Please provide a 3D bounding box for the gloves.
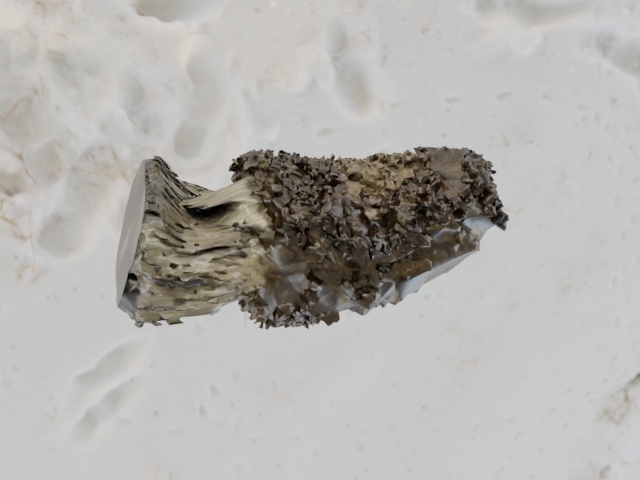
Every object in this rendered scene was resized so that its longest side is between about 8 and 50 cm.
[{"bbox_3d":[-0.001,-0.007,0.565,0.313,0.210,0.135,-5,93,-11],"label":"gloves"}]
